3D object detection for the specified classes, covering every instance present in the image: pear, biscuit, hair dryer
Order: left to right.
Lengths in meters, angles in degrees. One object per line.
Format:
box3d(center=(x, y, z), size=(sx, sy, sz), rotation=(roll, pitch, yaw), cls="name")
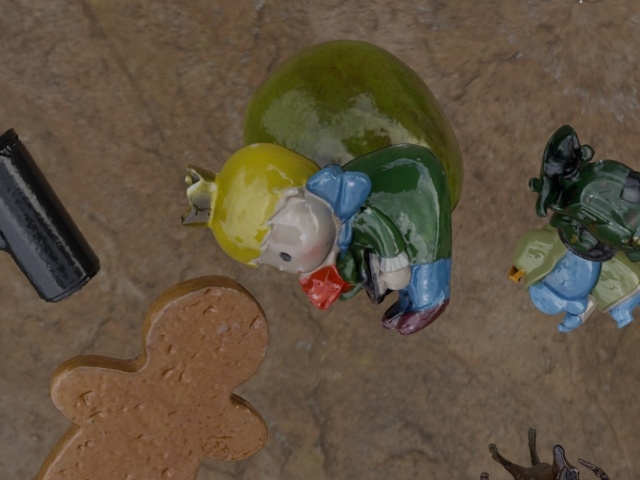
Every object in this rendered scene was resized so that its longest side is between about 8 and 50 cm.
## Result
box3d(center=(-0.413, 0.016, 1.082), size=(0.251, 0.089, 0.197), rotation=(-33, 108, -6), cls="hair dryer")
box3d(center=(-0.120, 0.129, 0.657), size=(0.165, 0.036, 0.250), rotation=(21, 108, -28), cls="biscuit")
box3d(center=(0.035, -0.099, 1.100), size=(0.269, 0.269, 0.321), rotation=(-60, 40, 20), cls="pear")

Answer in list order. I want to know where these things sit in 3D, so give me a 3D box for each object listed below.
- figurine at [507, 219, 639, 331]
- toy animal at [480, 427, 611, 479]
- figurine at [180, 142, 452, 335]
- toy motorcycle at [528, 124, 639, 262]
box3d(center=(0.463, 0.072, 1.648), size=(0.262, 0.154, 0.180), rotation=(38, 90, 3), cls="figurine")
box3d(center=(0.300, 0.359, 1.257), size=(0.087, 0.260, 0.243), rotation=(8, 107, -12), cls="toy animal")
box3d(center=(-0.004, 0.002, 0.826), size=(0.234, 0.127, 0.185), rotation=(-7, 103, -16), cls="figurine")
box3d(center=(0.349, -0.056, 1.029), size=(0.187, 0.125, 0.275), rotation=(52, 150, -17), cls="toy motorcycle")
